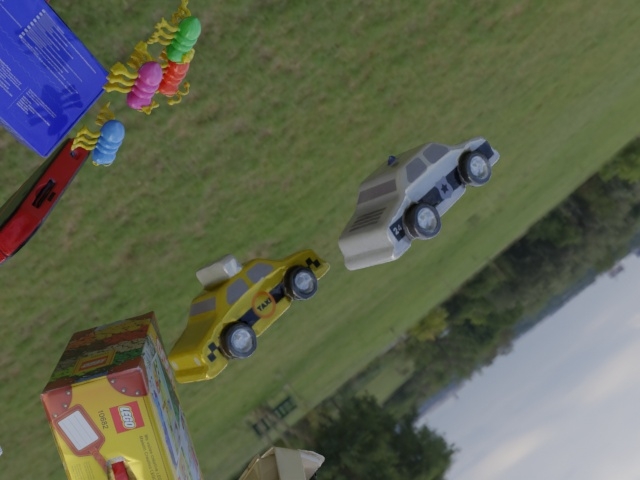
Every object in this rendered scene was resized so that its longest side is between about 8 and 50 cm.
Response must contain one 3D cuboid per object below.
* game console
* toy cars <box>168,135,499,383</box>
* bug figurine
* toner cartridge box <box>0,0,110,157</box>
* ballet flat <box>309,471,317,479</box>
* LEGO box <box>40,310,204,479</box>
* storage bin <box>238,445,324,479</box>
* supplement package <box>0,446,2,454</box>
[{"bbox_3d":[-0.626,-0.029,1.724,0.342,0.060,0.386,-38,-159,27],"label":"game console"},{"bbox_3d":[0.000,0.000,0.857,0.393,0.087,0.176,-34,-169,7],"label":"toy cars"},{"bbox_3d":[-0.256,-0.232,1.282,0.216,0.072,0.279,-49,-172,50],"label":"bug figurine"},{"bbox_3d":[-0.451,-0.283,1.177,0.165,0.075,0.348,-53,144,-14],"label":"toner cartridge box"},{"bbox_3d":[-0.010,0.425,1.476,0.049,0.057,0.173,-6,-169,-5],"label":"ballet flat"},{"bbox_3d":[-0.380,0.447,1.769,0.193,0.500,0.372,-15,-166,-4],"label":"LEGO box"},{"bbox_3d":[-0.068,0.500,1.324,0.123,0.262,0.260,17,124,-26],"label":"storage bin"},{"bbox_3d":[-0.400,0.185,0.656,0.204,0.145,0.262,-18,160,-44],"label":"supplement package"}]
